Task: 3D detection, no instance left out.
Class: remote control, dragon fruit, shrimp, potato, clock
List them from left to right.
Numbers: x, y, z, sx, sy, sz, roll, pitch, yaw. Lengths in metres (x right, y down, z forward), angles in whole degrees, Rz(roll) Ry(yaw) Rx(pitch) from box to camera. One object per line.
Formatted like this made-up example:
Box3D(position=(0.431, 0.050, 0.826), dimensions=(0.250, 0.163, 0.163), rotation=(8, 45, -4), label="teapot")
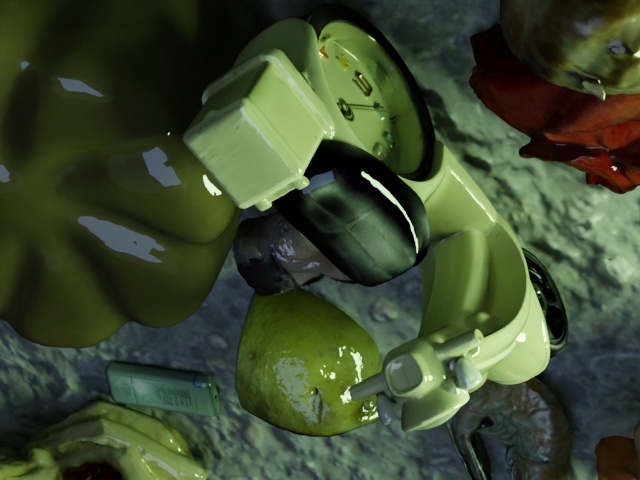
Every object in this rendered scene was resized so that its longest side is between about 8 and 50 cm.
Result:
Box3D(position=(-0.164, 0.154, 1.603), dimensions=(0.124, 0.018, 0.053), rotation=(5, 128, 20), label="remote control")
Box3D(position=(-0.006, 0.116, 1.465), dimensions=(0.149, 0.081, 0.120), rotation=(9, 130, 17), label="potato")
Box3D(position=(0.060, -0.004, 1.223), dimensions=(0.120, 0.276, 0.379), rotation=(-30, 106, 32), label="clock")
Box3D(position=(0.180, 0.214, 1.482), dimensions=(0.126, 0.047, 0.223), rotation=(10, 123, 25), label="shrimp")
Box3D(position=(0.267, -0.092, 1.144), dimensions=(0.317, 0.152, 0.205), rotation=(-21, 116, 33), label="dragon fruit")

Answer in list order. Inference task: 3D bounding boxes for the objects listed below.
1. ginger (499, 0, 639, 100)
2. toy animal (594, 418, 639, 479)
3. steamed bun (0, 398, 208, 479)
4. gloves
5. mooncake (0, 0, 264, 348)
Box3D(position=(0.198, -0.292, 0.991), dimensions=(0.176, 0.256, 0.375), rotation=(7, 117, -17), label="ginger")
Box3D(position=(0.376, 0.171, 1.289), dimensions=(0.195, 0.169, 0.281), rotation=(9, 140, -42), label="toy animal")
Box3D(position=(-0.327, 0.315, 1.694), dimensions=(0.247, 0.189, 0.428), rotation=(45, 130, -4), label="steamed bun")
Box3D(position=(-0.007, -0.004, 1.365), dimensions=(0.144, 0.094, 0.110), rotation=(-6, 133, 4), label="gloves")
Box3D(position=(-0.230, -0.083, 1.279), dimensions=(0.378, 0.201, 0.378), rotation=(3, 136, 3), label="mooncake")
